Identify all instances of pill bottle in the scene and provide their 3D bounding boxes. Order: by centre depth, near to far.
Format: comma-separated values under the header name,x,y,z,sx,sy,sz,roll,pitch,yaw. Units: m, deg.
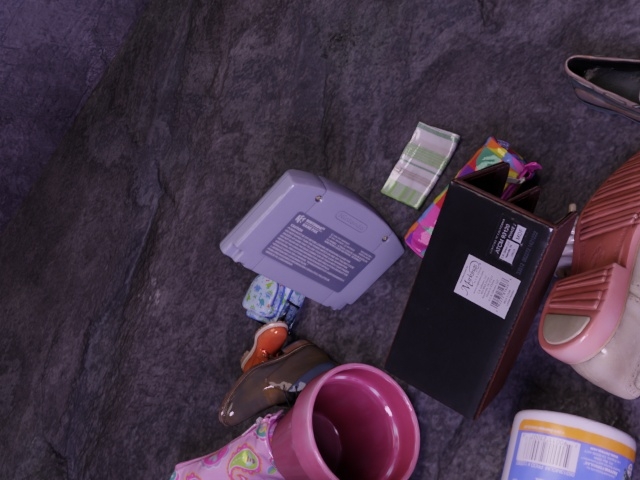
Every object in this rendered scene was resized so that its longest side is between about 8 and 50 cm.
name,x,y,z,sx,sy,sz,roll,pitch,yaw
pill bottle,0.281,0.354,1.066,0.152,0.152,0.272,-2,66,47

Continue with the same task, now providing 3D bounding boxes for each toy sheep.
name,x,y,z,sx,sy,sz,roll,pitch,yaw
toy sheep,0.362,0.009,1.258,0.091,0.091,0.132,-17,55,41

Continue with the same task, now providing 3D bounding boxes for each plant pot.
name,x,y,z,sx,sy,sz,roll,pitch,yaw
plant pot,0.022,0.306,1.364,0.180,0.201,0.201,-34,42,52

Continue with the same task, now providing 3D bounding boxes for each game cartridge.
name,x,y,z,sx,sy,sz,roll,pitch,yaw
game cartridge,0.000,0.000,1.485,0.198,0.297,0.062,-48,43,13

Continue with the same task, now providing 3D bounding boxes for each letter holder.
name,x,y,z,sx,sy,sz,roll,pitch,yaw
letter holder,0.242,0.062,1.257,0.152,0.214,0.302,28,116,23

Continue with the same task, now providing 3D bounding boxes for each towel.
name,x,y,z,sx,sy,sz,roll,pitch,yaw
towel,0.178,-0.137,1.600,0.113,0.023,0.152,30,90,52

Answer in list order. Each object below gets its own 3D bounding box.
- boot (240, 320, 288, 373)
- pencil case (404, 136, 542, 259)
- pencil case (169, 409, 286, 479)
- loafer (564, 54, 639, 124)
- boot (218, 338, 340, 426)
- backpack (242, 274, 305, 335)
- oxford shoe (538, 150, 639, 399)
name,x,y,z,sx,sy,sz,roll,pitch,yaw
boot,-0.094,0.216,1.623,0.158,0.059,0.084,-61,35,38
pencil case,0.241,-0.058,1.423,0.236,0.104,0.104,-50,39,13
pencil case,-0.138,0.391,1.519,0.284,0.124,0.124,-35,44,31
loafer,0.469,-0.222,1.288,0.267,0.084,0.096,22,83,51
boot,-0.067,0.254,1.511,0.219,0.082,0.106,-37,34,-24
backpack,-0.083,0.106,1.678,0.105,0.084,0.114,18,76,48
oxford shoe,0.420,0.024,1.165,0.397,0.146,0.140,-56,16,-23
